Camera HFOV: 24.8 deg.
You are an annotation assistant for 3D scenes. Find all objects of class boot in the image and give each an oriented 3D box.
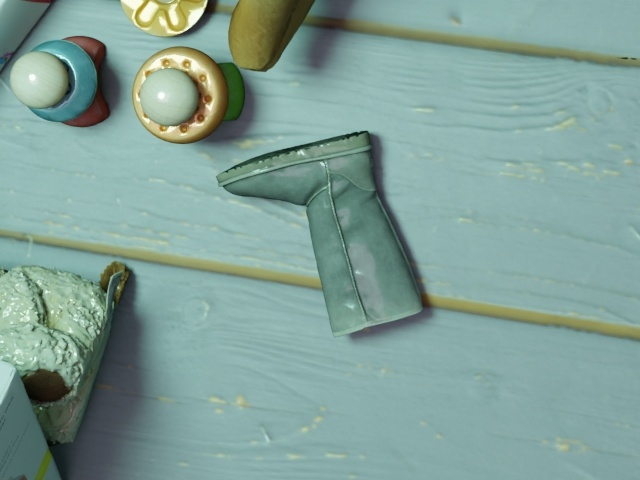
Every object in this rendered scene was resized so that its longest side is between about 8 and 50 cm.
[{"bbox_3d":[-0.001,0.001,1.565,0.189,0.076,0.209,-11,101,13],"label":"boot"}]

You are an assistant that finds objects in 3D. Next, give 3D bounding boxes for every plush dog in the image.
[{"bbox_3d":[-0.344,0.083,1.574,0.225,0.262,0.211,18,66,-2],"label":"plush dog"}]

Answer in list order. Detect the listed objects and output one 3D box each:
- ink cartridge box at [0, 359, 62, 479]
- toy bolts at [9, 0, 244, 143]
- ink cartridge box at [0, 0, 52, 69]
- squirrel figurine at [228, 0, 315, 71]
[{"bbox_3d":[-0.437,0.221,1.499,0.279,0.385,0.160,19,63,8],"label":"ink cartridge box"},{"bbox_3d":[-0.216,-0.201,1.529,0.228,0.158,0.218,-8,95,11],"label":"toy bolts"},{"bbox_3d":[-0.443,-0.265,1.580,0.226,0.131,0.306,40,100,4],"label":"ink cartridge box"},{"bbox_3d":[-0.141,-0.431,1.417,0.370,0.281,0.397,30,84,20],"label":"squirrel figurine"}]
